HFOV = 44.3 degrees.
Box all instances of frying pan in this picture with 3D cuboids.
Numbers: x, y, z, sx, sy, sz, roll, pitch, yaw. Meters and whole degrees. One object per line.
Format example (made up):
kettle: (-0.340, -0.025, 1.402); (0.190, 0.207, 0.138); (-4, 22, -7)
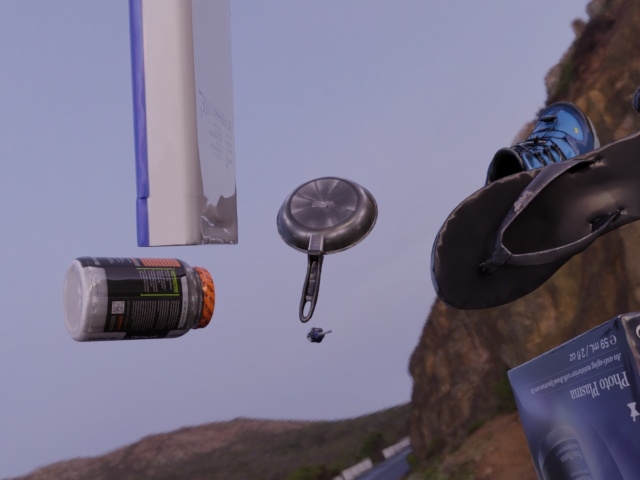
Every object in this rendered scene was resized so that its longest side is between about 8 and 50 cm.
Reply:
frying pan: (-0.024, -0.011, 1.465); (0.326, 0.197, 0.053); (-52, -32, -31)

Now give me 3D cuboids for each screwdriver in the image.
screwdriver: (-0.003, 0.125, 1.045); (0.025, 0.024, 0.170); (-26, -4, -7)

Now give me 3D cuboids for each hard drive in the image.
hard drive: (-0.097, -0.155, 0.576); (0.040, 0.318, 0.210); (-2, 0, 2)

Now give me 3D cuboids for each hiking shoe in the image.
hiking shoe: (0.300, -0.098, 1.078); (0.113, 0.304, 0.132); (-9, -46, 42)

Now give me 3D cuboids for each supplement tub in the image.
supplement tub: (-0.252, 0.081, 1.102); (0.191, 0.117, 0.117); (3, -30, -33)

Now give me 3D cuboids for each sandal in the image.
sandal: (0.202, -0.027, 0.650); (0.255, 0.097, 0.054); (-29, -4, 3)

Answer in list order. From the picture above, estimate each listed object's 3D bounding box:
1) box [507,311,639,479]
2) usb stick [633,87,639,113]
box: (0.369, 0.241, 0.848); (0.183, 0.293, 0.296); (-9, -19, -12)
usb stick: (0.453, -0.197, 0.955); (0.077, 0.045, 0.278); (-5, 16, 39)
